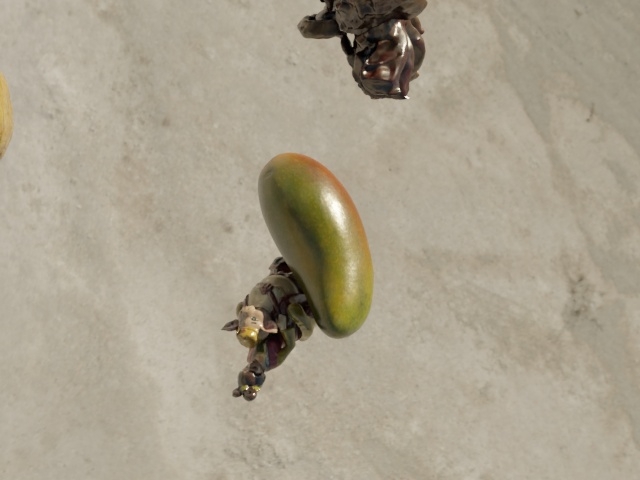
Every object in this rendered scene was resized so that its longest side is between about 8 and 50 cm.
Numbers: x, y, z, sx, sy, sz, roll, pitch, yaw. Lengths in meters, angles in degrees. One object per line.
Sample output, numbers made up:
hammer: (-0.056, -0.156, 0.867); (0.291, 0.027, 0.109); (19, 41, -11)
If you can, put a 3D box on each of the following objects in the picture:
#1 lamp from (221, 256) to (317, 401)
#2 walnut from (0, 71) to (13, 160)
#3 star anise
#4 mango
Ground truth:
lamp: (-0.073, 0.116, 1.022); (0.118, 0.118, 0.253); (48, 36, -5)
walnut: (-0.367, -0.129, 0.666); (0.144, 0.180, 0.144); (9, 66, -20)
star anise: (0.043, -0.224, 0.703); (0.125, 0.220, 0.190); (-32, 61, -2)
mango: (0.001, 0.000, 1.010); (0.129, 0.146, 0.289); (-24, 77, 8)
